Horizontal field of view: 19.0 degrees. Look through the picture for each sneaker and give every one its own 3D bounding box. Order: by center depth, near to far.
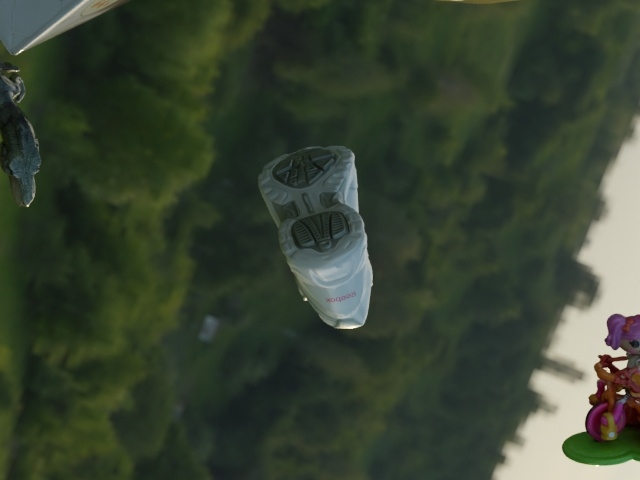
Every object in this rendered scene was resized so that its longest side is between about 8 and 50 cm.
[{"bbox_3d":[0.000,0.000,1.701,0.232,0.090,0.115,-95,172,-59],"label":"sneaker"}]

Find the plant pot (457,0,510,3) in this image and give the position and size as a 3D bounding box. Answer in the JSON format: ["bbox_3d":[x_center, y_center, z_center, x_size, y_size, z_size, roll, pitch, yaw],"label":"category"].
[{"bbox_3d":[0.113,-0.221,1.481,0.081,0.083,0.081,-9,90,-62],"label":"plant pot"}]

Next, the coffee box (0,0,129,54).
[{"bbox_3d":[-0.126,-0.229,1.301,0.141,0.098,0.246,-32,-176,32],"label":"coffee box"}]

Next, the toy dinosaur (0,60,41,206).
[{"bbox_3d":[-0.277,-0.145,1.405,0.064,0.268,0.118,-39,-177,-4],"label":"toy dinosaur"}]

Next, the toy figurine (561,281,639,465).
[{"bbox_3d":[0.302,0.112,1.759,0.130,0.173,0.159,-135,-141,-67],"label":"toy figurine"}]
